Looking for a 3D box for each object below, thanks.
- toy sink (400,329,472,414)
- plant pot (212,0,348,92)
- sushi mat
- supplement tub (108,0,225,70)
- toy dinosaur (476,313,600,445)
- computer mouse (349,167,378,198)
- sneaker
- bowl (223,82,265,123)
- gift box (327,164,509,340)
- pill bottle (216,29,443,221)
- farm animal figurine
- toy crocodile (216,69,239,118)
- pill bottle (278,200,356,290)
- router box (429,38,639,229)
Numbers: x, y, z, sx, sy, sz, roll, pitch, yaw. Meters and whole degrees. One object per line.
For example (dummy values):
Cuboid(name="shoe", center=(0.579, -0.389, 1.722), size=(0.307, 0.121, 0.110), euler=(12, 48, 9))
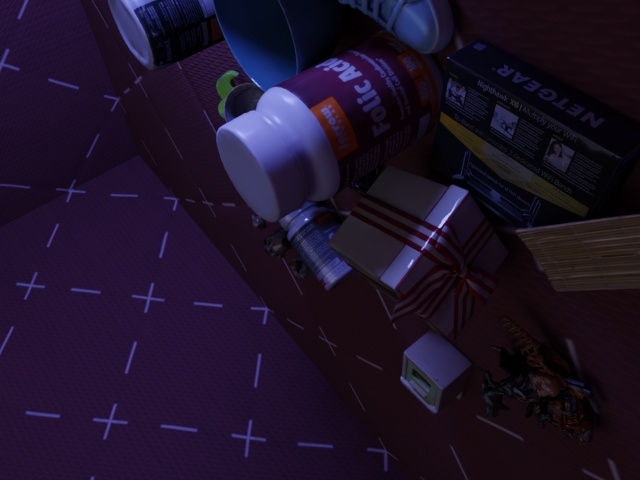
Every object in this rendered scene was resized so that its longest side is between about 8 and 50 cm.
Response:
Cuboid(name="toy sink", center=(0.331, 0.400, 1.584), size=(0.153, 0.131, 0.234), euler=(43, 156, 31))
Cuboid(name="plant pot", center=(-0.059, -0.461, 1.085), size=(0.290, 0.195, 0.290), euler=(45, 156, 26))
Cuboid(name="sushi mat", center=(0.456, 0.017, 0.773), size=(0.316, 0.019, 0.151), euler=(-9, 126, 51))
Cuboid(name="supplement tub", center=(-0.297, -0.556, 1.262), size=(0.207, 0.338, 0.207), euler=(45, 156, 27))
Cuboid(name="toy dinosaur", center=(0.475, 0.297, 1.174), size=(0.218, 0.164, 0.322), euler=(-17, 88, 53))
Cuboid(name="computer mouse", center=(0.079, -0.210, 1.350), size=(0.184, 0.060, 0.262), euler=(41, 166, 25))
Cuboid(name="sneaker", center=(0.063, -0.438, 0.921), size=(0.366, 0.150, 0.135), euler=(51, 159, 14))
Cuboid(name="bowl", center=(-0.194, -0.385, 1.606), size=(0.170, 0.170, 0.080), euler=(61, -158, -13))
Cuboid(name="gift box", center=(0.201, 0.042, 1.094), size=(0.255, 0.276, 0.258), euler=(36, 177, -41))
Cuboid(name="pill bottle", center=(0.022, -0.213, 1.000), size=(0.224, 0.392, 0.224), euler=(45, 156, 26))
Cuboid(name="farm animal figurine", center=(-0.143, -0.022, 1.931), size=(0.330, 0.172, 0.327), euler=(52, 159, 10))
Cuboid(name="toy crocodile", center=(-0.222, -0.371, 1.711), size=(0.341, 0.105, 0.115), euler=(59, -160, -10))
Cuboid(name="pill bottle", center=(0.000, 0.000, 1.675), size=(0.283, 0.161, 0.161), euler=(52, 158, 10))
Cuboid(name="router box", center=(0.326, -0.144, 0.877), size=(0.309, 0.081, 0.243), euler=(44, 156, 29))
